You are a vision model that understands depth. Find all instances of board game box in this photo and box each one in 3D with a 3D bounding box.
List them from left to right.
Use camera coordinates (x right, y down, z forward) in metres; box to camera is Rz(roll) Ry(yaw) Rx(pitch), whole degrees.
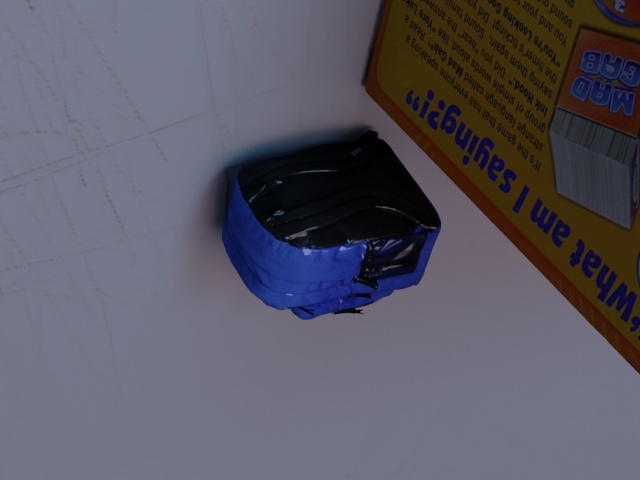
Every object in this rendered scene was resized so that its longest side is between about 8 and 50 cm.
[{"bbox_3d":[0.294,-0.162,1.141,0.356,0.356,0.356,-9,129,-31],"label":"board game box"}]

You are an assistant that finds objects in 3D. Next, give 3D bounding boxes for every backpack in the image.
[{"bbox_3d":[0.000,0.000,1.258,0.120,0.098,0.101,-9,133,-32],"label":"backpack"}]
